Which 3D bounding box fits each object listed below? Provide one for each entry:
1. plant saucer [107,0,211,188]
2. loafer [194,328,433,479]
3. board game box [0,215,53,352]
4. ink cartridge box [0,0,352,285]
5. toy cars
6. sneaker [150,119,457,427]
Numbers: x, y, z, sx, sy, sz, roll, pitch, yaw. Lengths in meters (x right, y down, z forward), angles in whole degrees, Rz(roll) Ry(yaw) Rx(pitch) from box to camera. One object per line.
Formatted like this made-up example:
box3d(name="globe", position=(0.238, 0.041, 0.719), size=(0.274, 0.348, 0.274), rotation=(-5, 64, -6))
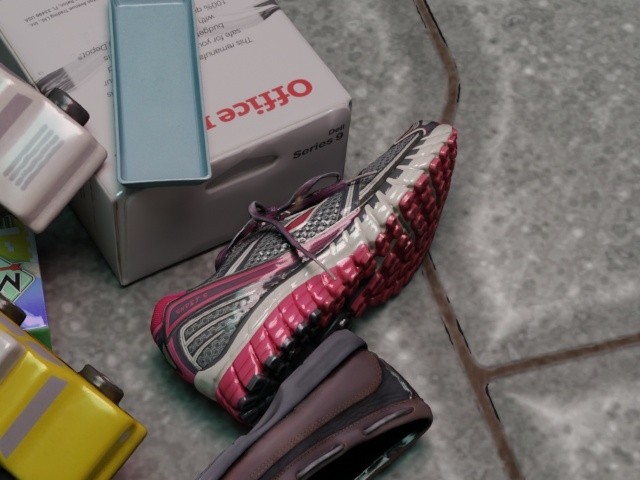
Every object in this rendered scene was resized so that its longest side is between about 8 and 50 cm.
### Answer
box3d(name="plant saucer", position=(-0.122, -0.114, 1.202), size=(0.067, 0.018, 0.192), rotation=(-3, 55, -7))
box3d(name="loafer", position=(-0.031, 0.182, 1.086), size=(0.095, 0.109, 0.302), rotation=(33, 54, 14))
box3d(name="board game box", position=(-0.374, 0.015, 1.218), size=(0.317, 0.046, 0.213), rotation=(-8, 53, -11))
box3d(name="ink cartridge box", position=(-0.137, -0.132, 1.302), size=(0.211, 0.121, 0.289), rotation=(-24, 58, -20))
box3d(name="toy cars", position=(-0.233, 0.001, 1.120), size=(0.176, 0.087, 0.394), rotation=(-13, 71, 5))
box3d(name="sneaker", position=(0.000, 0.000, 1.215), size=(0.112, 0.121, 0.299), rotation=(33, 57, 21))
